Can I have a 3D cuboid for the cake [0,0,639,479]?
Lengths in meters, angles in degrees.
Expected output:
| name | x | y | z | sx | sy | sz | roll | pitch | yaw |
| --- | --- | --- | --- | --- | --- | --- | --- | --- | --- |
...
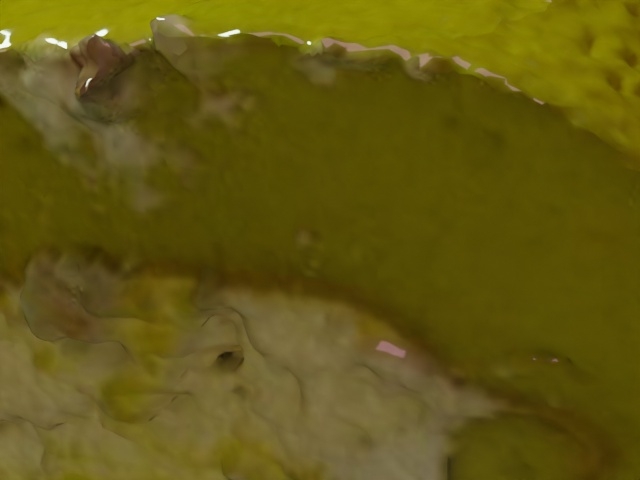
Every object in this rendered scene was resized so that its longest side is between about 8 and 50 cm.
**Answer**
| name | x | y | z | sx | sy | sz | roll | pitch | yaw |
| --- | --- | --- | --- | --- | --- | --- | --- | --- | --- |
| cake | 0.000 | 0.000 | 0.479 | 0.260 | 0.179 | 0.156 | 8 | 32 | 20 |
